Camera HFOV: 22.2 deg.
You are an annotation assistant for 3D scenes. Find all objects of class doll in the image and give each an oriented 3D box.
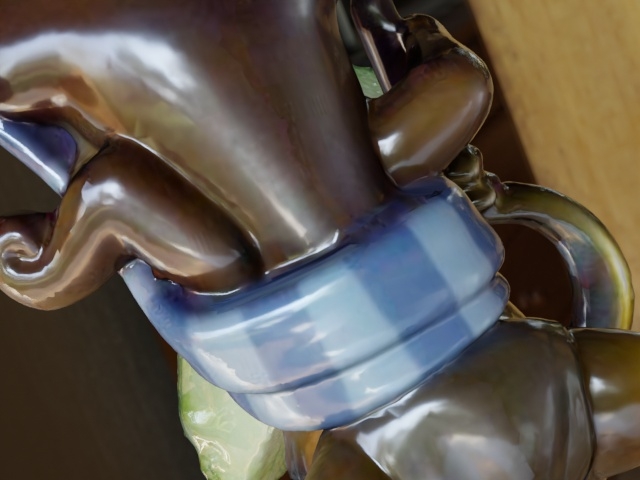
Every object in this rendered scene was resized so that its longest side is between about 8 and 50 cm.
[{"bbox_3d":[-0.002,0.000,0.730,0.318,0.339,0.209,-34,0,-26],"label":"doll"}]

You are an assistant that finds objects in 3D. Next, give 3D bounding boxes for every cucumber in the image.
[{"bbox_3d":[-0.017,0.027,1.103,0.105,0.325,0.145,32,32,21],"label":"cucumber"}]
